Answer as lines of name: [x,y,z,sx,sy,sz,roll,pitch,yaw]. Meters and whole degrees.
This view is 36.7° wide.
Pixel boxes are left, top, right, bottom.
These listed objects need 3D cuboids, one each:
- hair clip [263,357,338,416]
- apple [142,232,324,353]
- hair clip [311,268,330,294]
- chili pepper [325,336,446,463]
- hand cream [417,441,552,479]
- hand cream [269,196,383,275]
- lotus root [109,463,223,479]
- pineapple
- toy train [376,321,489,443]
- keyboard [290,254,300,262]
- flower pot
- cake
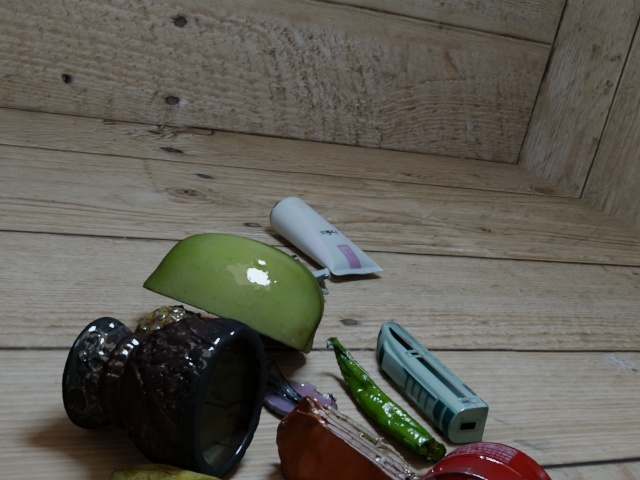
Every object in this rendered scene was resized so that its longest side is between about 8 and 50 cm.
hair clip: [-0.052,0.299,1.863,0.187,0.056,0.146,35,26,29]
apple: [-0.178,0.126,1.967,0.361,0.320,0.311,23,39,5]
hair clip: [-0.088,0.096,2.379,0.219,0.071,0.159,4,18,-12]
chili pepper: [0.112,0.313,1.885,0.085,0.076,0.359,23,12,-42]
hand cream: [0.238,0.420,1.425,0.230,0.230,0.149,21,18,21]
hand cream: [0.000,0.000,2.686,0.186,0.118,0.359,-1,29,-44]
lotus root: [-0.196,0.390,1.415,0.259,0.097,0.110,14,21,13]
pineapple: [-0.219,0.235,1.771,0.279,0.157,0.158,32,25,35]
toy train: [0.201,0.283,2.024,0.088,0.086,0.407,-3,23,-26]
keyboard: [-0.193,0.082,2.304,0.310,0.018,0.101,-10,25,-14]
flower pot: [-0.260,0.239,1.581,0.267,0.266,0.266,10,16,21]
cake: [0.044,0.376,1.653,0.287,0.135,0.098,29,9,-17]
